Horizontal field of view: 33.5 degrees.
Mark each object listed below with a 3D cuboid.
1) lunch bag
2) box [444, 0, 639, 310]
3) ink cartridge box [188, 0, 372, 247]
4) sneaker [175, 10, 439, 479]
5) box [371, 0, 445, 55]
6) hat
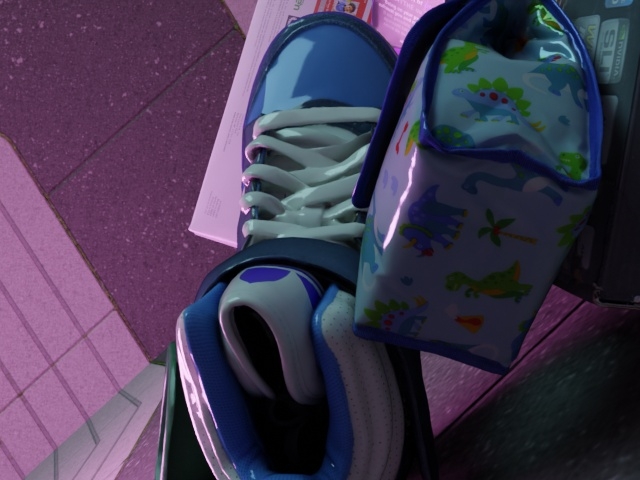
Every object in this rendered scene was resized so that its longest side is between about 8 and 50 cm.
[{"bbox_3d":[0.071,-0.039,0.501,0.151,0.096,0.129,-73,0,-46],"label":"lunch bag"},{"bbox_3d":[0.159,-0.179,0.594,0.318,0.097,0.394,-140,57,-75],"label":"box"},{"bbox_3d":[0.041,-0.113,1.147,0.130,0.272,0.309,15,-87,-68],"label":"ink cartridge box"},{"bbox_3d":[-0.001,0.000,0.590,0.130,0.322,0.236,-2,-6,9],"label":"sneaker"},{"bbox_3d":[0.151,-0.277,0.905,0.143,0.165,0.270,-37,-34,-30],"label":"box"},{"bbox_3d":[-0.065,0.185,1.051,0.173,0.184,0.208,133,141,-74],"label":"hat"}]
